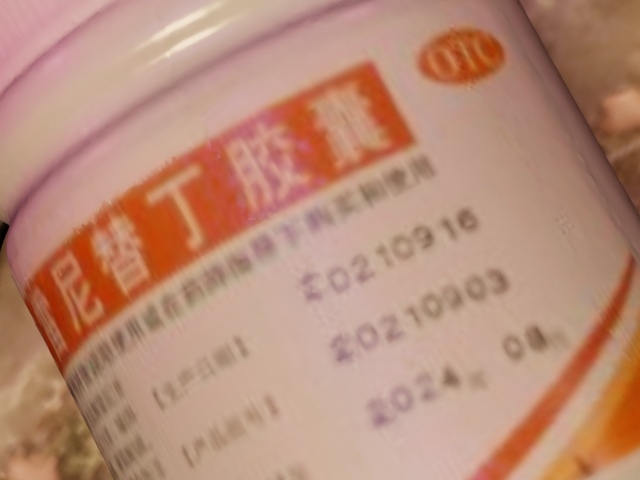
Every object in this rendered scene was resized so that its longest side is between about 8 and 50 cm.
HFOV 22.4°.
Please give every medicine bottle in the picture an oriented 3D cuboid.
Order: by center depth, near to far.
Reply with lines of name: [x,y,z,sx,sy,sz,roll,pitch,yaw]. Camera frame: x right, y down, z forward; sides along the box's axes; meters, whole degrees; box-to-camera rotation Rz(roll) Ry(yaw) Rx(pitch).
medicine bottle: [0.000,0.000,0.563,0.202,0.202,0.316,-29,80,6]

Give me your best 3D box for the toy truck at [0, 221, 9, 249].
toy truck: [-0.190,0.026,0.638,0.127,0.127,0.257,7,85,-5]
